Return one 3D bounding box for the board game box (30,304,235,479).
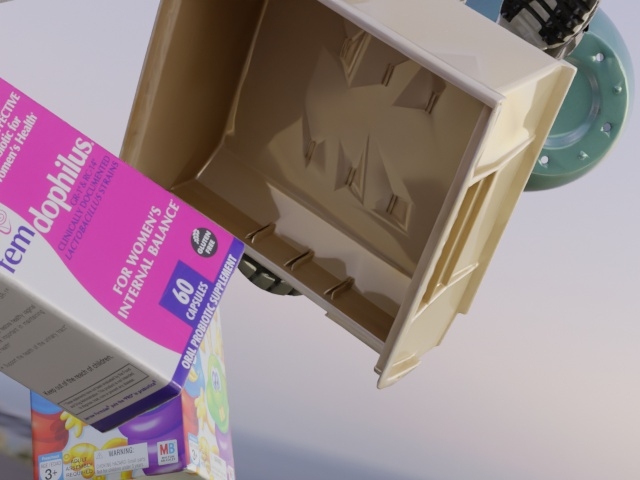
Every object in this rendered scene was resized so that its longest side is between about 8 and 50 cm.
[{"bbox_3d":[-0.172,0.097,1.420,0.142,0.275,0.144,-11,-22,11],"label":"board game box"}]

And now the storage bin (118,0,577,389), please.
[{"bbox_3d":[0.004,-0.070,1.119,0.262,0.260,0.123,34,35,21],"label":"storage bin"}]

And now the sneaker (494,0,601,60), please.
[{"bbox_3d":[0.220,-0.219,1.505,0.078,0.106,0.234,48,-30,7],"label":"sneaker"}]

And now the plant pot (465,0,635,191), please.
[{"bbox_3d":[0.256,-0.190,1.957,0.293,0.293,0.235,16,11,-15],"label":"plant pot"}]

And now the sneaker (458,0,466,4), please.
[{"bbox_3d":[0.122,-0.280,1.746,0.076,0.166,0.065,2,40,-23],"label":"sneaker"}]

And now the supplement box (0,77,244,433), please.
[{"bbox_3d":[-0.174,0.003,0.923,0.220,0.111,0.114,34,-34,-19],"label":"supplement box"}]

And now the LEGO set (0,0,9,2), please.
[{"bbox_3d":[-0.201,-0.236,1.358,0.182,0.060,0.244,-13,25,-5],"label":"LEGO set"}]

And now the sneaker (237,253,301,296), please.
[{"bbox_3d":[0.000,0.000,1.622,0.267,0.101,0.106,17,38,-40],"label":"sneaker"}]
